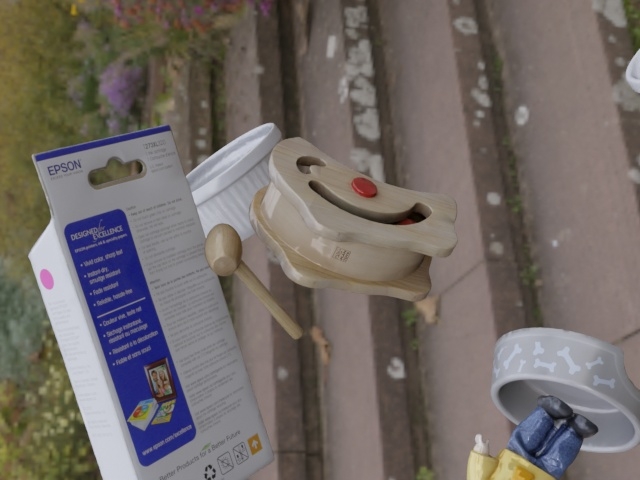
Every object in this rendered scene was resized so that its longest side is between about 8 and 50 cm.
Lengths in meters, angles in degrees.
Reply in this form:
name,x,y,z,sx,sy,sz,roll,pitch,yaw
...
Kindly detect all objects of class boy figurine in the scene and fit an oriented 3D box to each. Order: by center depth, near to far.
name,x,y,z,sx,sy,sz,roll,pitch,yaw
boy figurine,0.298,0.372,1.505,0.285,0.177,0.092,-50,-5,-14

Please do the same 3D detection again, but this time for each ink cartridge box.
name,x,y,z,sx,sy,sz,roll,pitch,yaw
ink cartridge box,-0.169,0.083,0.959,0.069,0.176,0.370,-10,98,39

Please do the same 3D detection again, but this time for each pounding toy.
name,x,y,z,sx,sy,sz,roll,pitch,yaw
pounding toy,0.000,0.000,1.033,0.154,0.270,0.154,-108,35,-47

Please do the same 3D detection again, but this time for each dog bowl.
name,x,y,z,sx,sy,sz,roll,pitch,yaw
dog bowl,0.504,0.311,1.972,0.102,0.349,0.349,-64,6,-28

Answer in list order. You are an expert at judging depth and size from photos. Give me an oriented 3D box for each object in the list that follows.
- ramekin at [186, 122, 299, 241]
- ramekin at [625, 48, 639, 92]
name,x,y,z,sx,sy,sz,roll,pitch,yaw
ramekin,-0.126,-0.079,1.522,0.109,0.207,0.207,55,171,-16
ramekin,0.601,-0.272,1.446,0.273,0.127,0.273,-37,14,11
